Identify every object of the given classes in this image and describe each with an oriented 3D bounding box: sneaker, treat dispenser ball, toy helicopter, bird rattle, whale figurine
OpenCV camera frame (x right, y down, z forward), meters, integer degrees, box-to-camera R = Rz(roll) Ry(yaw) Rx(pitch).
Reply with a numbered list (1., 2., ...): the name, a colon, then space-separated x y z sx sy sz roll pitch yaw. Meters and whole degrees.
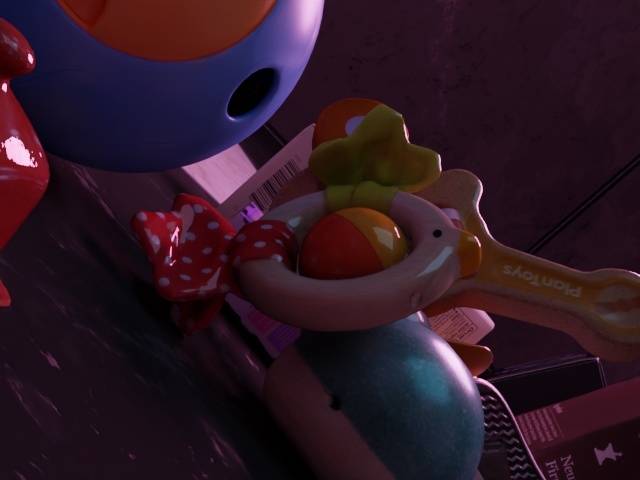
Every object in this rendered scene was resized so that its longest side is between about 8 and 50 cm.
1. sneaker: 0.151 0.262 1.443 0.106 0.123 0.290 -26 94 -43
2. treat dispenser ball: -0.140 -0.195 1.229 0.288 0.288 0.288 49 5 -5
3. toy helicopter: 0.121 0.036 1.401 0.355 0.235 0.140 17 -41 4
4. bird rattle: 0.000 0.000 1.214 0.207 0.253 0.143 29 -53 48
5. whale figurine: 0.066 0.150 1.275 0.216 0.141 0.272 51 2 29

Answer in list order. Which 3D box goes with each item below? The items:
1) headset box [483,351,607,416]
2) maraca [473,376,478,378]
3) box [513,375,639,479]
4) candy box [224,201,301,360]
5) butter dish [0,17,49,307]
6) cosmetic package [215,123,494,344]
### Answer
1. headset box: 0.267 0.253 1.789 0.283 0.131 0.246 19 59 -81
2. maraca: 0.145 0.206 1.848 0.127 0.099 0.185 -116 -174 -53
3. box: 0.255 0.247 1.559 0.167 0.203 0.168 -59 131 -84
4. candy box: -0.029 0.062 1.529 0.196 0.070 0.165 48 5 -2
5. butter dish: -0.185 -0.058 0.770 0.160 0.118 0.160 49 4 9
6. cosmetic package: 0.040 0.034 1.856 0.309 0.160 0.113 47 5 -34
